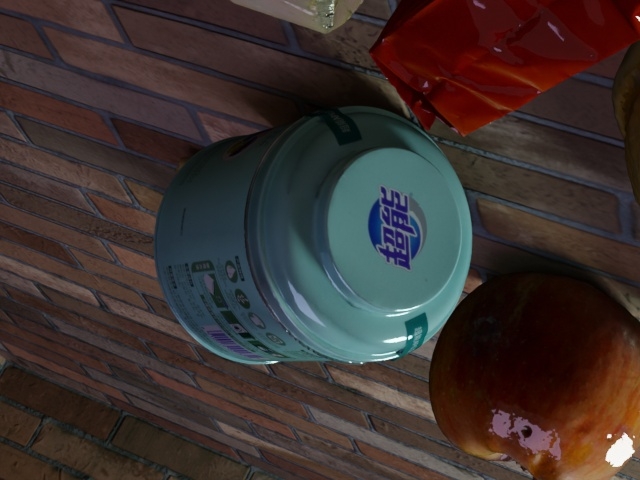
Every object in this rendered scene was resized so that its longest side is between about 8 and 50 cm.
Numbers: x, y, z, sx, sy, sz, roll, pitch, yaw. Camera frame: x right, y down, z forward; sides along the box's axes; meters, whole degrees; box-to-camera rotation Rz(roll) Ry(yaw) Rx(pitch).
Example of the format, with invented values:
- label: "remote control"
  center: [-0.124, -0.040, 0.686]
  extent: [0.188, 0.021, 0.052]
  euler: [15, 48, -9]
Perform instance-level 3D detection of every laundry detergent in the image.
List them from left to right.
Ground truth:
- label: "laundry detergent"
  center: [0.000, 0.000, 1.594]
  extent: [0.287, 0.287, 0.305]
  euler: [38, 157, -23]

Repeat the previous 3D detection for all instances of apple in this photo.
- label: "apple"
  center: [0.244, 0.158, 1.696]
  extent: [0.293, 0.251, 0.163]
  euler: [7, 159, 44]

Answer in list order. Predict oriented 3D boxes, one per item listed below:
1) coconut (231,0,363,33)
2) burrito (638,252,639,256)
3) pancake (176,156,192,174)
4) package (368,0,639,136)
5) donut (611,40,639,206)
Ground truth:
- label: "coconut"
  center: [-0.029, -0.266, 1.224]
  extent: [0.153, 0.147, 0.147]
  euler: [25, 159, 14]
- label: "burrito"
  center: [0.413, 0.071, 1.337]
  extent: [0.175, 0.107, 0.348]
  euler: [33, -171, -6]
- label: "pancake"
  center: [-0.063, -0.028, 1.969]
  extent: [0.266, 0.057, 0.244]
  euler: [25, 168, 21]
- label: "package"
  center: [0.194, -0.213, 0.991]
  extent: [0.123, 0.196, 0.423]
  euler: [40, 157, -13]
- label: "donut"
  center: [0.431, -0.062, 1.015]
  extent: [0.449, 0.198, 0.449]
  euler: [22, 162, 7]
